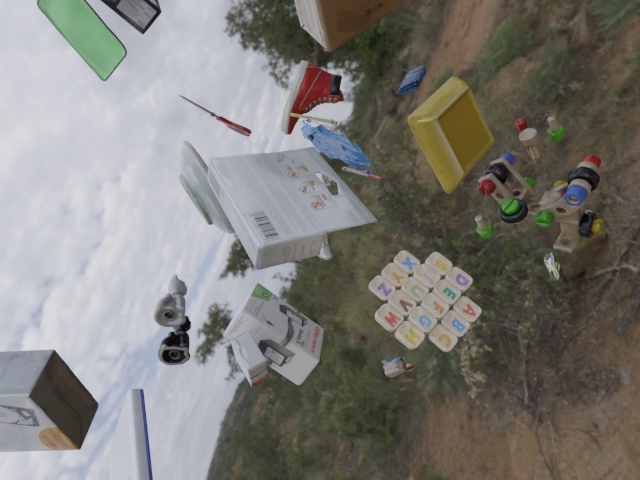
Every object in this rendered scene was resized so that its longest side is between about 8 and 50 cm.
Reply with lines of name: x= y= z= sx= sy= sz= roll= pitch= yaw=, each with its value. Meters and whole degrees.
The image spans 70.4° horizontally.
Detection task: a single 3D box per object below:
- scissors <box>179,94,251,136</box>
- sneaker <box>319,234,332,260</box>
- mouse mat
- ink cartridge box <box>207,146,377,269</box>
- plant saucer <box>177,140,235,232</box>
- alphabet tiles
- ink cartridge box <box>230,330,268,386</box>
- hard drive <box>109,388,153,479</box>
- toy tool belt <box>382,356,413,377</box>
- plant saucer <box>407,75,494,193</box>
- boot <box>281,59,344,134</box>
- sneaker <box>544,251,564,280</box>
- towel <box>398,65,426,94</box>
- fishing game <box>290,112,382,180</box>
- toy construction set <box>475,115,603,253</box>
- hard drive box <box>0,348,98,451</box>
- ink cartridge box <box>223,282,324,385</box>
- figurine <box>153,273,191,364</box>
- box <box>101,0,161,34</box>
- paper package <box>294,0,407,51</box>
scissors: x=-0.385 y=-0.452 z=1.664 sx=0.109 sy=0.297 sz=0.021 roll=26 pitch=94 yaw=62
sneaker: x=0.000 y=0.000 z=1.563 sx=0.053 sy=0.152 sz=0.061 roll=-6 pitch=-33 yaw=-46
mouse mat: x=-0.482 y=-0.428 z=0.914 sx=0.152 sy=0.190 sz=0.007 roll=-12 pitch=35 yaw=46
ink cartridge box: x=-0.063 y=-0.079 z=0.883 sx=0.275 sy=0.238 sz=0.060 roll=55 pitch=144 yaw=37
plant saucer: x=-0.429 y=-0.169 z=1.683 sx=0.100 sy=0.401 sz=0.400 roll=-33 pitch=-9 yaw=-12
alphabet tiles: x=0.286 y=0.158 z=1.247 sx=0.284 sy=0.278 sz=0.021 roll=-41 pitch=-20 yaw=-23
ink cartridge box: x=-0.187 y=0.316 z=1.207 sx=0.056 sy=0.099 sz=0.135 roll=-27 pitch=-28 yaw=-20
hard drive: x=-0.420 y=0.517 z=0.996 sx=0.319 sy=0.040 sz=0.210 roll=46 pitch=118 yaw=55
toy tool belt: x=0.216 y=0.348 z=1.281 sx=0.052 sy=0.083 sz=0.051 roll=50 pitch=-159 yaw=-48
plant saucer: x=0.509 y=-0.397 z=1.667 sx=0.333 sy=0.333 sz=0.081 roll=-44 pitch=21 yaw=-26
boot: x=-0.022 y=-0.448 z=1.505 sx=0.088 sy=0.176 sz=0.245 roll=-105 pitch=37 yaw=-81
sneaker: x=0.654 y=0.072 z=1.269 sx=0.031 sy=0.035 sz=0.083 roll=140 pitch=128 yaw=-60
towel: x=0.275 y=-0.482 z=1.359 sx=0.067 sy=0.029 sz=0.120 roll=-12 pitch=37 yaw=39
fishing game: x=0.041 y=-0.229 z=1.084 sx=0.264 sy=0.189 sz=0.041 roll=35 pitch=-100 yaw=-48
toy construction set: x=0.529 y=-0.113 z=1.072 sx=0.257 sy=0.237 sz=0.309 roll=-13 pitch=46 yaw=35
hard drive box: x=-0.537 y=0.277 z=0.771 sx=0.089 sy=0.231 sz=0.181 roll=-88 pitch=-8 yaw=-49
ink cartridge box: x=-0.132 y=0.281 z=1.387 sx=0.115 sy=0.272 sz=0.198 roll=-52 pitch=7 yaw=18
figurine: x=-0.444 y=0.232 z=1.391 sx=0.209 sy=0.092 sz=0.215 roll=-113 pitch=23 yaw=-66
box: x=-0.428 y=-0.523 z=0.826 sx=0.060 sy=0.270 sz=0.216 roll=-42 pitch=43 yaw=15
paper package: x=0.081 y=-0.725 z=1.207 sx=0.324 sy=0.168 sz=0.309 roll=-36 pitch=-22 yaw=-3
